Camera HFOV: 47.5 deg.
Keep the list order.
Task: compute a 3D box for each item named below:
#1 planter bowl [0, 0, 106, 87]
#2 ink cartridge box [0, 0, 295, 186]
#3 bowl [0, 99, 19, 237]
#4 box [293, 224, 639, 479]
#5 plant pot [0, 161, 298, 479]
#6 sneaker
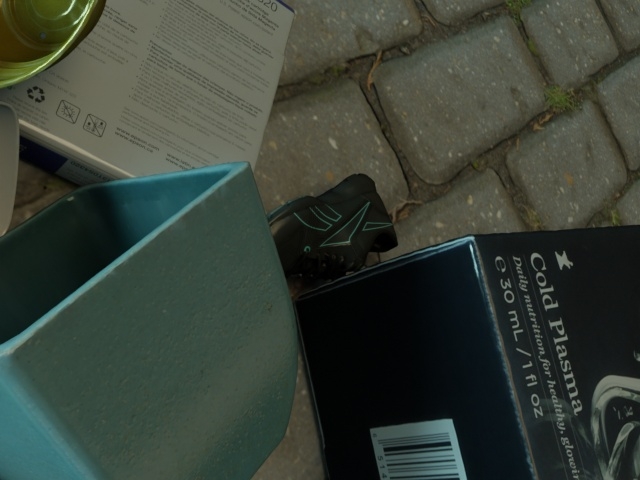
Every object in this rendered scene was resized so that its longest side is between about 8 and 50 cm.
[{"bbox_3d":[-0.253,-0.229,0.630,0.090,0.217,0.217,4,69,-73],"label":"planter bowl"},{"bbox_3d":[-0.201,-0.203,0.794,0.324,0.071,0.330,28,57,-27],"label":"ink cartridge box"},{"bbox_3d":[-0.321,-0.052,0.602,0.053,0.142,0.142,23,24,17],"label":"bowl"},{"bbox_3d":[0.274,0.245,0.891,0.471,0.297,0.480,-4,77,-43],"label":"box"},{"bbox_3d":[-0.163,0.111,0.607,0.247,0.247,0.252,-45,120,-41],"label":"plant pot"},{"bbox_3d":[0.000,0.000,0.862,0.267,0.101,0.106,-27,81,-43],"label":"sneaker"}]
